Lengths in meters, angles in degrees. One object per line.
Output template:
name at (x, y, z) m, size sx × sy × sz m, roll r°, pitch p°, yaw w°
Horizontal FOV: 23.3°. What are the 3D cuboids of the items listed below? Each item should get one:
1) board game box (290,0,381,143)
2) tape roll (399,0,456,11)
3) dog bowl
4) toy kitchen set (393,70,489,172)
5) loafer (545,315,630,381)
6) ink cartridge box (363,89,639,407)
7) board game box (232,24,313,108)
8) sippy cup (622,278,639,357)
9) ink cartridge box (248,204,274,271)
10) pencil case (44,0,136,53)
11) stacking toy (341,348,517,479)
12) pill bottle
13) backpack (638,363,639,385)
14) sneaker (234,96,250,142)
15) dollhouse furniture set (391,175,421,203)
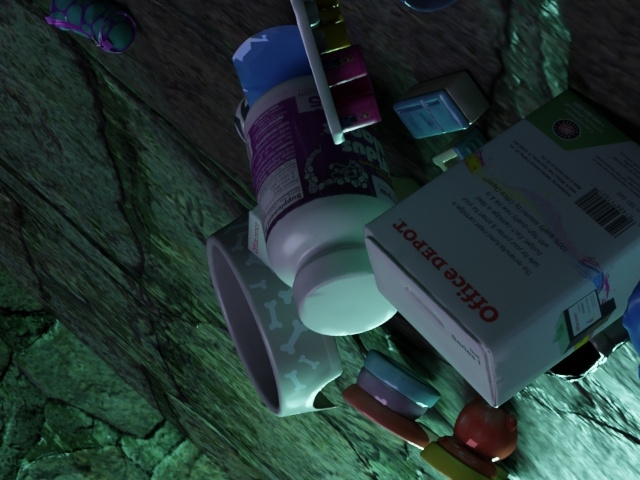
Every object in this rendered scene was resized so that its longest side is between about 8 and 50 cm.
board game box at (-0.033, -0.322, 1.441) m, size 0.390 × 0.050 × 0.390 m, roll -102°, pitch -5°, yaw -71°
tape roll at (0.100, -0.307, 1.400) m, size 0.080 × 0.189 × 0.189 m, roll 35°, pitch 156°, yaw 29°
dog bowl at (-0.078, 0.118, 2.441) m, size 0.349 × 0.102 × 0.349 m, roll 158°, pitch 90°, yaw -77°
toy kitchen set at (0.143, -0.058, 1.787) m, size 0.207 × 0.166 × 0.122 m, roll 52°, pitch 158°, yaw -13°
loafer at (0.303, 0.120, 1.896) m, size 0.109 × 0.095 × 0.302 m, roll 46°, pitch 158°, yaw 1°
ink cartridge box at (0.213, 0.004, 1.573) m, size 0.201 × 0.278 × 0.117 m, roll 45°, pitch 161°, yaw 34°
board game box at (-0.033, -0.212, 1.965) m, size 0.133 × 0.033 × 0.168 m, roll -9°, pitch 132°, yaw 12°
sippy cup at (0.402, 0.041, 1.403) m, size 0.240 × 0.224 × 0.305 m, roll 27°, pitch 151°, yaw 40°
ink cartridge box at (0.000, 0.000, 2.204) m, size 0.176 × 0.127 × 0.128 m, roll 41°, pitch 158°, yaw 14°
pencil case at (-0.346, -0.332, 2.347) m, size 0.152 × 0.070 × 0.064 m, roll 27°, pitch 151°, yaw 43°
stacking toy at (0.207, 0.279, 2.411) m, size 0.309 × 0.130 × 0.279 m, roll 34°, pitch -179°, yaw 36°
pill bottle at (0.009, -0.042, 1.881) m, size 0.169 × 0.169 × 0.301 m, roll 79°, pitch 178°, yaw -54°
backpack at (0.419, 0.158, 1.746) m, size 0.120 × 0.101 × 0.098 m, roll 53°, pitch 165°, yaw -25°
sneaker at (-0.020, -0.117, 2.083) m, size 0.235 × 0.094 × 0.153 m, roll 56°, pitch 168°, yaw 5°
dollhouse furniture set at (0.138, -0.012, 2.029) m, size 0.161 × 0.101 × 0.182 m, roll 27°, pitch 164°, yaw -20°
